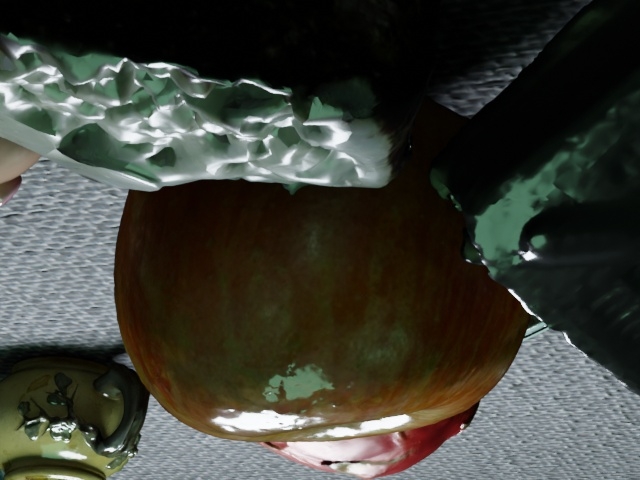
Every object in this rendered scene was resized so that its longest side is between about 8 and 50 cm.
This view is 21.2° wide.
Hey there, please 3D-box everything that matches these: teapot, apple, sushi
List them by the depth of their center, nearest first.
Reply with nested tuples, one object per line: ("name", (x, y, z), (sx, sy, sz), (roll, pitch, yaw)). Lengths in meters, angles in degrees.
("sushi", (-0.100, -0.141, 0.932), (0.348, 0.207, 0.234), (11, 168, -7))
("apple", (0.000, 0.000, 1.161), (0.301, 0.301, 0.301), (2, 158, 1))
("teapot", (-0.276, 0.225, 1.846), (0.173, 0.182, 0.269), (23, 149, -39))

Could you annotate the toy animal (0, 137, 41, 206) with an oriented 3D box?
("toy animal", (-0.288, -0.089, 1.131), (0.248, 0.165, 0.149), (-2, 139, 26))

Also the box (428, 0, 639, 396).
("box", (0.286, -0.046, 1.034), (0.350, 0.091, 0.359), (-41, 130, 17))

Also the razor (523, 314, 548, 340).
("razor", (0.109, -0.005, 1.330), (0.084, 0.036, 0.211), (-30, 107, 37))

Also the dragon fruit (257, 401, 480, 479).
("dragon fruit", (0.025, 0.079, 1.416), (0.241, 0.241, 0.252), (-9, 143, 26))
